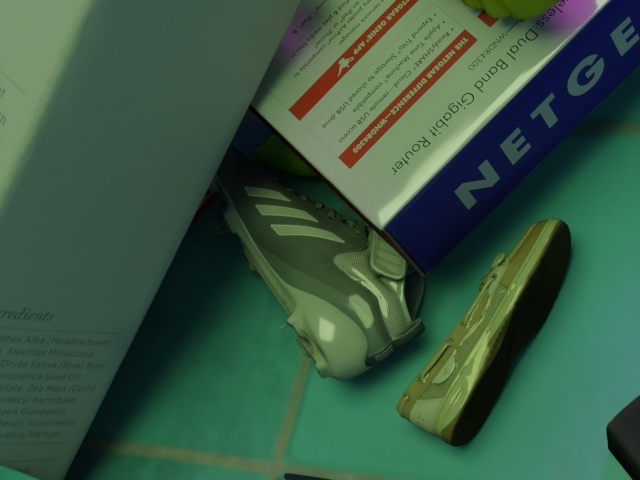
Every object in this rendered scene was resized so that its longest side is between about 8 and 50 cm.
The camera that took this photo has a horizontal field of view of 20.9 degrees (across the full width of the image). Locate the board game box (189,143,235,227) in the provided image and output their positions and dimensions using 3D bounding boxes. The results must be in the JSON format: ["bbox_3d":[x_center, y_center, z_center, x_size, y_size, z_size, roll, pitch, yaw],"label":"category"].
[{"bbox_3d":[-0.168,-0.028,1.237,0.193,0.045,0.146,-49,54,-4],"label":"board game box"}]

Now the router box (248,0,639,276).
[{"bbox_3d":[0.076,-0.195,1.106,0.335,0.082,0.301,-44,58,1],"label":"router box"}]

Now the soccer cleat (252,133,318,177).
[{"bbox_3d":[-0.002,-0.129,1.199,0.072,0.060,0.179,5,70,30],"label":"soccer cleat"}]

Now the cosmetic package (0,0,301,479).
[{"bbox_3d":[-0.217,-0.034,1.096,0.230,0.161,0.453,41,112,36],"label":"cosmetic package"}]

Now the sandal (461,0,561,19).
[{"bbox_3d":[0.065,-0.259,1.022,0.138,0.126,0.317,-36,60,1],"label":"sandal"}]

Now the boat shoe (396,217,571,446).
[{"bbox_3d":[0.101,0.049,1.058,0.048,0.056,0.153,26,86,30],"label":"boat shoe"}]

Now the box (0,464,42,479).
[{"bbox_3d":[-0.091,0.210,1.042,0.244,0.100,0.060,16,74,32],"label":"box"}]

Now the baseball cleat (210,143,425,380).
[{"bbox_3d":[0.000,0.000,1.136,0.109,0.072,0.206,-29,59,-6],"label":"baseball cleat"}]

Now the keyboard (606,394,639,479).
[{"bbox_3d":[0.253,0.203,0.915,0.201,0.033,0.317,-40,53,4],"label":"keyboard"}]
